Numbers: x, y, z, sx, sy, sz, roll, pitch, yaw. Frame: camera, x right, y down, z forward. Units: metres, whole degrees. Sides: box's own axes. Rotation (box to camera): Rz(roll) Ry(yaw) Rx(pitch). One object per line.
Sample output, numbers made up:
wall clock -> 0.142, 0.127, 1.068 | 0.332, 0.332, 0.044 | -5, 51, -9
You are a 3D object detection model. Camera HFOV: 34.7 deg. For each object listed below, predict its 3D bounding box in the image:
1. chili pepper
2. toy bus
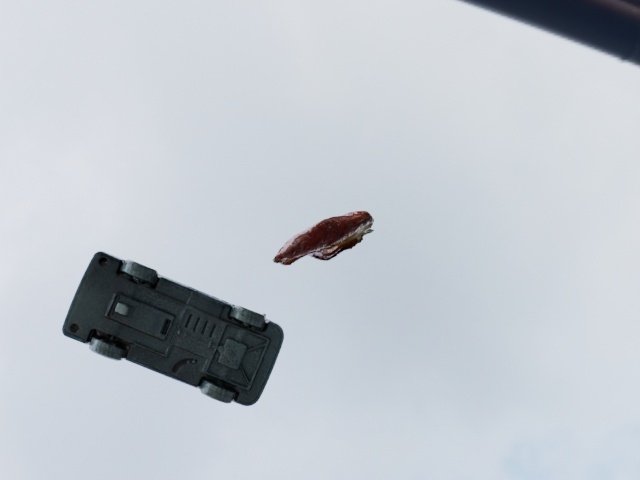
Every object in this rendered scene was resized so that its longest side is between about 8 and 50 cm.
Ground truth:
chili pepper -> 0.000, 0.000, 0.930 | 0.045, 0.027, 0.178 | -52, -16, 31
toy bus -> -0.175, 0.105, 1.232 | 0.246, 0.134, 0.113 | 23, -95, -10
